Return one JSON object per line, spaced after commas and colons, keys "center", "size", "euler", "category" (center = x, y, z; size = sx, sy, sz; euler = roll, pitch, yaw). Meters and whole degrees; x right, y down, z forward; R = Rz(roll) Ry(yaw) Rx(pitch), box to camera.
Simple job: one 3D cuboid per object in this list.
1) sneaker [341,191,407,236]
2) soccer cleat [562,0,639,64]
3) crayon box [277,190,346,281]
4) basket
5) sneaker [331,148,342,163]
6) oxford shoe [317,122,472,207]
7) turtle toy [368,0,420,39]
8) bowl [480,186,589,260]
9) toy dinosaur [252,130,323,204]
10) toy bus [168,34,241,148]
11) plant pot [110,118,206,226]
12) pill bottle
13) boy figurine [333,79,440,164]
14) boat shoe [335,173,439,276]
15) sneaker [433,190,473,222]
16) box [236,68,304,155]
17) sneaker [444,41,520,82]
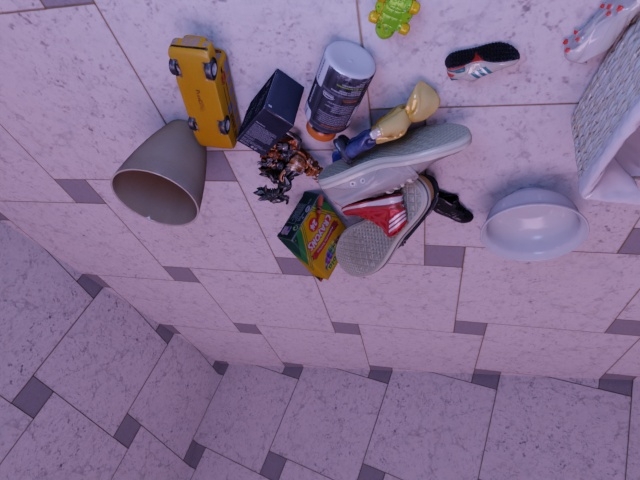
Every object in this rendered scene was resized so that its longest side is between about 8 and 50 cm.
{"center": [0.162, -0.064, 1.356], "size": [0.221, 0.087, 0.128], "euler": [-7, 102, 48], "category": "sneaker"}
{"center": [0.586, -0.437, 0.905], "size": [0.076, 0.068, 0.196], "euler": [16, 154, -16], "category": "soccer cleat"}
{"center": [0.000, 0.000, 1.624], "size": [0.081, 0.202, 0.318], "euler": [14, 156, 39], "category": "crayon box"}
{"center": [0.752, -0.259, 0.929], "size": [0.328, 0.267, 0.331], "euler": [8, 146, 7], "category": "basket"}
{"center": [0.065, -0.209, 1.396], "size": [0.058, 0.085, 0.152], "euler": [3, 146, 15], "category": "sneaker"}
{"center": [0.204, -0.204, 1.253], "size": [0.449, 0.169, 0.130], "euler": [-17, 118, 29], "category": "oxford shoe"}
{"center": [0.153, -0.487, 0.962], "size": [0.095, 0.066, 0.130], "euler": [19, 147, -7], "category": "turtle toy"}
{"center": [0.646, -0.067, 1.378], "size": [0.297, 0.134, 0.298], "euler": [8, 146, 6], "category": "bowl"}
{"center": [-0.104, -0.226, 1.382], "size": [0.322, 0.164, 0.218], "euler": [40, 126, -4], "category": "toy dinosaur"}
{"center": [-0.297, -0.390, 1.197], "size": [0.108, 0.130, 0.333], "euler": [9, 147, 7], "category": "toy bus"}
{"center": [-0.449, -0.227, 1.362], "size": [0.256, 0.274, 0.257], "euler": [9, 147, 6], "category": "plant pot"}
{"center": [0.036, -0.361, 1.133], "size": [0.130, 0.131, 0.246], "euler": [18, 146, -9], "category": "pill bottle"}
{"center": [0.171, -0.301, 1.161], "size": [0.285, 0.177, 0.092], "euler": [-30, 102, 31], "category": "boy figurine"}
{"center": [0.216, -0.041, 1.490], "size": [0.187, 0.156, 0.500], "euler": [50, 136, 13], "category": "boat shoe"}
{"center": [0.431, -0.112, 1.456], "size": [0.170, 0.051, 0.089], "euler": [18, 152, -2], "category": "sneaker"}
{"center": [-0.134, -0.339, 1.198], "size": [0.093, 0.156, 0.158], "euler": [28, 144, -24], "category": "box"}
{"center": [0.372, -0.405, 1.038], "size": [0.161, 0.057, 0.075], "euler": [-2, 161, 19], "category": "sneaker"}
